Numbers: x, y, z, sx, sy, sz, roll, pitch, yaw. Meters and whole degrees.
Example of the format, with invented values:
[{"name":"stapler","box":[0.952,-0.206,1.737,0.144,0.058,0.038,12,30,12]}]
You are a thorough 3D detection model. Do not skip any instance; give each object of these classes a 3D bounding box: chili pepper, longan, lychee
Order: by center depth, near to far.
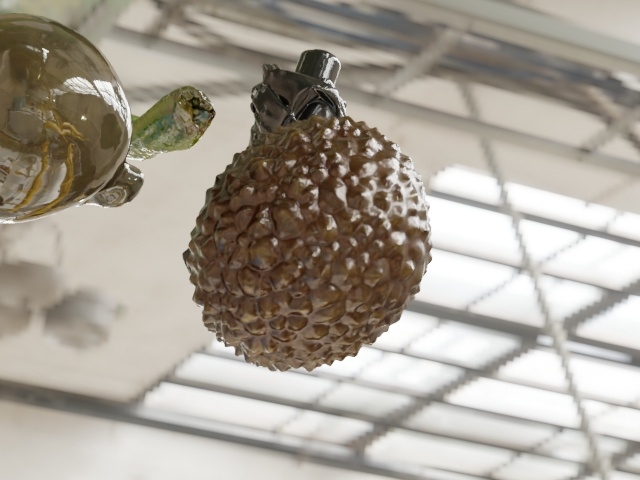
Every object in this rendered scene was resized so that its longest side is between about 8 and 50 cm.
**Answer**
[{"name":"longan","box":[-0.136,-0.052,0.929,0.106,0.119,0.106,-32,-143,29]},{"name":"chili pepper","box":[-0.144,-0.089,1.536,0.201,0.052,0.050,5,-107,53]},{"name":"lychee","box":[0.000,0.000,1.563,0.200,0.238,0.200,24,-54,36]}]

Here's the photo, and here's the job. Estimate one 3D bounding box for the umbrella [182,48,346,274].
[{"name":"umbrella","box":[-0.035,-0.054,1.790,0.110,0.122,0.272,-29,-143,53]}]
